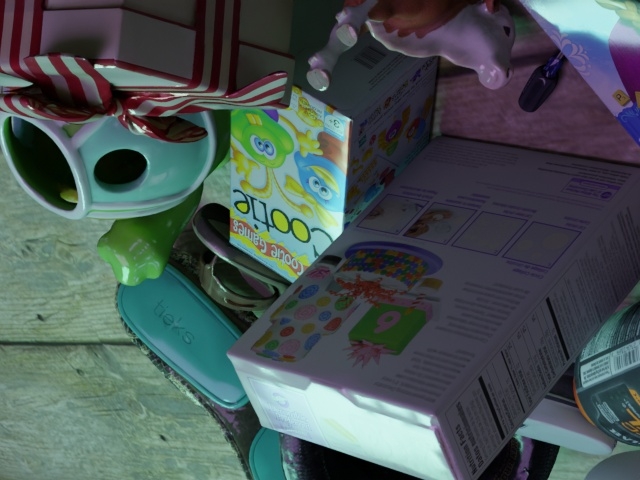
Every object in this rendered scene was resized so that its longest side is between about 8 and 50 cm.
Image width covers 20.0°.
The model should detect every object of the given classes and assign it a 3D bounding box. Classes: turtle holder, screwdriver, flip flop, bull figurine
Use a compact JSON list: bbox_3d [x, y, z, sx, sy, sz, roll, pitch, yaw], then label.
[{"bbox_3d":[-0.216,-0.124,1.868,0.243,0.227,0.320,39,147,9],"label":"turtle holder"},{"bbox_3d":[0.211,-0.165,1.542,0.024,0.025,0.170,41,139,7],"label":"screwdriver"},{"bbox_3d":[-0.088,0.035,1.953,0.112,0.080,0.277,45,176,12],"label":"flip flop"},{"bbox_3d":[0.045,-0.239,1.495,0.101,0.188,0.310,-14,110,48],"label":"bull figurine"}]

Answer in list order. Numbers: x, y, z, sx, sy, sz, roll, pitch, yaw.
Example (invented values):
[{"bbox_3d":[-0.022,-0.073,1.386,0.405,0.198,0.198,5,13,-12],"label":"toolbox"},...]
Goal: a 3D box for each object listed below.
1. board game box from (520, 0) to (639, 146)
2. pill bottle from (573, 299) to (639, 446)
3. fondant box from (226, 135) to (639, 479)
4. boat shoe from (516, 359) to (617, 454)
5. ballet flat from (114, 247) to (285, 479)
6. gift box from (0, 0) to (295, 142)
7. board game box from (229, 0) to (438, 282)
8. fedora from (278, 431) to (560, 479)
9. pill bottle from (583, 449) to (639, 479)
[{"bbox_3d":[0.267,-0.236,1.338,0.318,0.066,0.318,49,146,-7],"label":"board game box"},{"bbox_3d":[0.308,0.114,1.617,0.130,0.130,0.246,45,162,0],"label":"pill bottle"},{"bbox_3d":[0.115,0.051,1.595,0.238,0.330,0.096,13,136,42],"label":"fondant box"},{"bbox_3d":[0.158,0.115,1.745,0.301,0.102,0.108,19,163,-10],"label":"boat shoe"},{"bbox_3d":[-0.044,0.191,2.092,0.483,0.164,0.182,47,-166,19],"label":"ballet flat"},{"bbox_3d":[-0.161,-0.220,1.518,0.276,0.255,0.258,5,88,42],"label":"gift box"},{"bbox_3d":[0.009,-0.092,1.728,0.142,0.144,0.275,31,145,22],"label":"board game box"},{"bbox_3d":[0.089,0.172,1.885,0.334,0.334,0.152,63,174,-27],"label":"fedora"},{"bbox_3d":[0.343,0.336,1.844,0.136,0.136,0.246,12,136,41],"label":"pill bottle"}]
